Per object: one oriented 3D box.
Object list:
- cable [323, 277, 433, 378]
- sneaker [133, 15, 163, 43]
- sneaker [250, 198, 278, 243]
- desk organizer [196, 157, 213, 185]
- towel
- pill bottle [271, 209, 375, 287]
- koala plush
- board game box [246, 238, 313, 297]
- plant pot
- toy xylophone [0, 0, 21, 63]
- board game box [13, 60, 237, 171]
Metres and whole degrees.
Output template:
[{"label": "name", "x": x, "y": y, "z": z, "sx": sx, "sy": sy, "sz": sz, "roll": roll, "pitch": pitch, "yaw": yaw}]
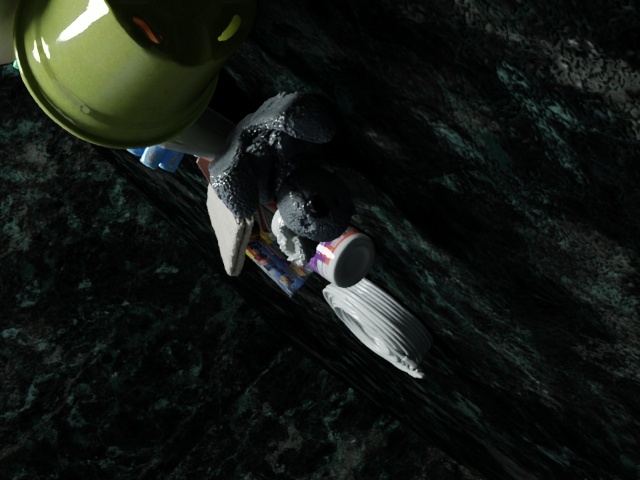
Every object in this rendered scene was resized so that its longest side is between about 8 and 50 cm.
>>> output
[{"label": "cable", "x": 0.124, "y": 0.170, "z": 2.024, "sx": 0.257, "sy": 0.089, "sz": 0.257, "roll": 47, "pitch": 169, "yaw": -20}, {"label": "sneaker", "x": -0.374, "y": -0.385, "z": 1.513, "sx": 0.321, "sy": 0.124, "sz": 0.180, "roll": 37, "pitch": 169, "yaw": 24}, {"label": "sneaker", "x": -0.150, "y": -0.060, "z": 2.066, "sx": 0.225, "sy": 0.093, "sz": 0.088, "roll": 28, "pitch": 163, "yaw": 52}, {"label": "desk organizer", "x": -0.196, "y": -0.141, "z": 1.703, "sx": 0.047, "sy": 0.050, "sz": 0.130, "roll": 26, "pitch": -166, "yaw": -3}, {"label": "towel", "x": -0.200, "y": -0.054, "z": 2.027, "sx": 0.282, "sy": 0.049, "sz": 0.187, "roll": 110, "pitch": 145, "yaw": -62}, {"label": "pill bottle", "x": 0.000, "y": 0.000, "z": 1.741, "sx": 0.193, "sy": 0.108, "sz": 0.108, "roll": 32, "pitch": 165, "yaw": 38}, {"label": "koala plush", "x": -0.033, "y": -0.085, "z": 1.377, "sx": 0.221, "sy": 0.196, "sz": 0.203, "roll": 46, "pitch": 180, "yaw": -20}, {"label": "board game box", "x": -0.079, "y": 0.035, "z": 2.160, "sx": 0.194, "sy": 0.060, "sz": 0.194, "roll": 45, "pitch": 153, "yaw": -12}, {"label": "plant pot", "x": -0.207, "y": -0.268, "z": 1.129, "sx": 0.276, "sy": 0.276, "sz": 0.254, "roll": 45, "pitch": 157, "yaw": -16}, {"label": "toy xylophone", "x": -0.389, "y": -0.362, "z": 1.251, "sx": 0.081, "sy": 0.322, "sz": 0.236, "roll": 12, "pitch": 150, "yaw": 18}, {"label": "board game box", "x": -0.261, "y": -0.200, "z": 1.571, "sx": 0.390, "sy": 0.050, "sz": 0.390, "roll": 35, "pitch": -165, "yaw": 31}]
